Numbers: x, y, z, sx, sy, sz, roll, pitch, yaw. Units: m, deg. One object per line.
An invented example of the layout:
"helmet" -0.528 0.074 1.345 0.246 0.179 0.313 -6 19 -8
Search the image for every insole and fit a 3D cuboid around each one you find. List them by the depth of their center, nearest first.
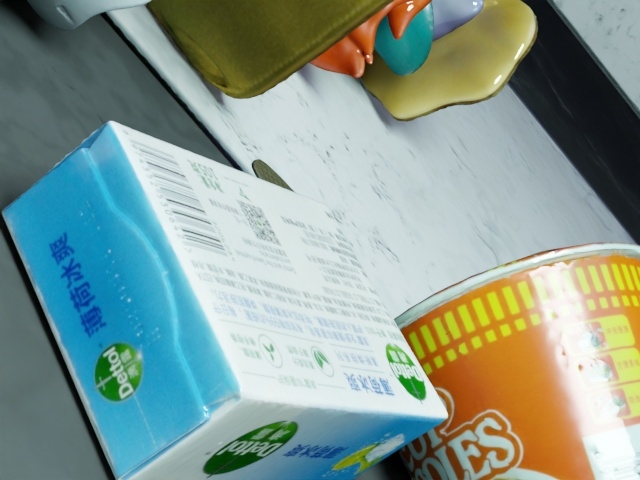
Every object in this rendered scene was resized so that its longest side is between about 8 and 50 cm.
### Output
"insole" 0.000 0.000 0.922 0.135 0.002 0.045 52 19 -6

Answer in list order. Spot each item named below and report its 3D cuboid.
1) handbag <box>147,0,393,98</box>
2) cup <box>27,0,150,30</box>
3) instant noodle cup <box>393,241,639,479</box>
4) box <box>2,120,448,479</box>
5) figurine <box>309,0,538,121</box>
"handbag" -0.087 -0.291 0.807 0.401 0.133 0.283 52 -21 -8
"cup" -0.142 -0.205 0.713 0.173 0.167 0.299 55 -1 -40
"instant noodle cup" 0.139 0.137 0.772 0.193 0.193 0.212 22 44 -57
"box" -0.038 0.037 0.657 0.194 0.073 0.139 19 39 -60
"figurine" 0.046 -0.216 1.129 0.181 0.208 0.257 39 -2 46
